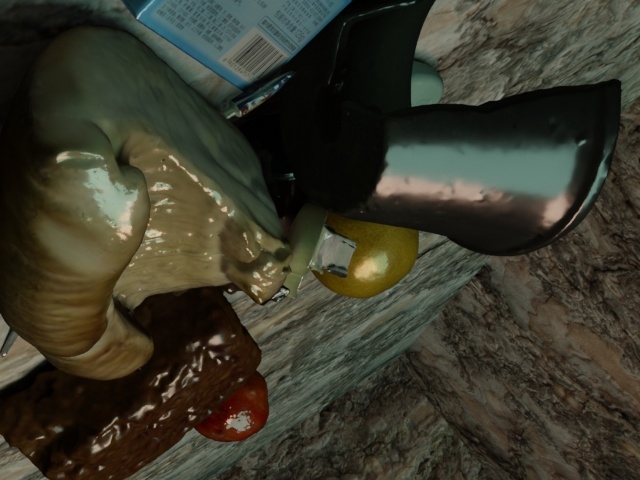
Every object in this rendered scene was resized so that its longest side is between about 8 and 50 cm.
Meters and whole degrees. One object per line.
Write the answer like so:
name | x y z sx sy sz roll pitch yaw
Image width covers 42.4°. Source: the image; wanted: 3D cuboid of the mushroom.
mushroom | -0.226 -0.027 0.792 0.314 0.224 0.397 -27 158 8

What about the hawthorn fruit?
hawthorn fruit | -0.214 0.352 1.806 0.179 0.179 0.200 -44 142 16

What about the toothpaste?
toothpaste | -0.061 -0.145 0.816 0.083 0.019 0.027 -35 -173 -18

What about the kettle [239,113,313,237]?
kettle | -0.056 -0.071 1.106 0.202 0.144 0.232 -50 167 -35

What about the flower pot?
flower pot | 0.106 -0.142 0.941 0.251 0.379 0.379 -12 151 -30

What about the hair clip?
hair clip | -0.001 -0.003 1.021 0.218 0.071 0.158 6 101 -81

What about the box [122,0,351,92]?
box | -0.077 -0.232 0.732 0.143 0.083 0.232 -42 162 11

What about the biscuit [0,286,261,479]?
biscuit | -0.283 0.239 1.358 0.395 0.166 0.342 -38 165 -8

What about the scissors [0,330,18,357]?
scissors | -0.379 0.098 1.055 0.100 0.015 0.189 -21 156 -51

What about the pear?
pear | 0.066 -0.010 1.403 0.209 0.209 0.209 -35 163 -13

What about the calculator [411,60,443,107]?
calculator | 0.096 -0.195 1.249 0.184 0.042 0.295 -48 162 27
